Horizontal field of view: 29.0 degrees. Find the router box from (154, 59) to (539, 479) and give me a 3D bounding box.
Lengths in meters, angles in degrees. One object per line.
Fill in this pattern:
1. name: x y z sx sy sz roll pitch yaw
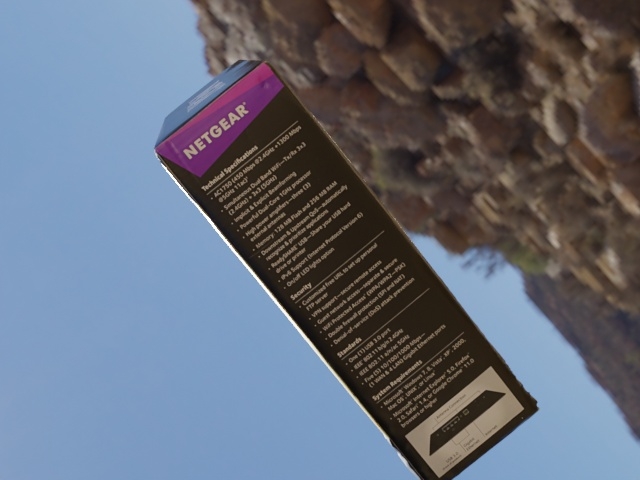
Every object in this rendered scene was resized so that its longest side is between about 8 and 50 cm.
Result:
1. router box: 0.000 0.000 0.441 0.133 0.046 0.179 52 180 -10
